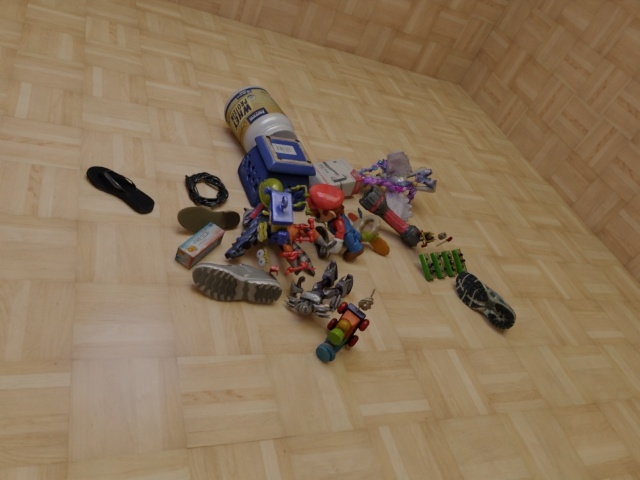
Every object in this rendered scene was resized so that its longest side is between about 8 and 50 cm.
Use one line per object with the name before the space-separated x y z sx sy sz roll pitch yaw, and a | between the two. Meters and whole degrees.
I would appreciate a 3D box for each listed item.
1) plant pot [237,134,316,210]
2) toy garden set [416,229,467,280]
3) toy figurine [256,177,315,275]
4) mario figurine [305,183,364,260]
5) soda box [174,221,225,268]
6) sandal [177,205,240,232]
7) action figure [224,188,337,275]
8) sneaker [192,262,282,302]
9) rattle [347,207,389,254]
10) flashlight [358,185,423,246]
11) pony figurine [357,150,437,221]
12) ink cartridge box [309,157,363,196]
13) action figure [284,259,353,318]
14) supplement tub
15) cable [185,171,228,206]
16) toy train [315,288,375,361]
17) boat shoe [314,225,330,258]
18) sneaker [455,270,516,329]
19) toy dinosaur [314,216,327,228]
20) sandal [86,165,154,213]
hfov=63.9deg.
plant pot | -0.164 -0.272 2.004 0.236 0.212 0.236 2 45 -30
toy garden set | 0.504 0.047 2.110 0.244 0.049 0.204 -6 75 -37
toy figurine | -0.101 -0.095 1.619 0.191 0.217 0.363 2 62 -8
mario figurine | 0.034 -0.071 1.883 0.170 0.320 0.198 -42 35 -13
soda box | -0.386 0.015 1.654 0.063 0.058 0.183 33 36 7
sandal | -0.397 -0.078 1.764 0.240 0.088 0.079 -1 14 -42
action figure | -0.163 0.004 1.774 0.330 0.178 0.341 37 64 22
sneaker | -0.263 0.123 1.593 0.281 0.105 0.115 17 23 -25
rattle | 0.200 -0.041 2.084 0.142 0.130 0.199 23 7 -28
flashlight | 0.298 -0.094 2.110 0.304 0.103 0.103 40 37 -11
pony figurine | 0.343 -0.258 2.301 0.363 0.303 0.351 -8 18 -34
ink cartridge box | 0.050 -0.262 2.209 0.217 0.092 0.158 -17 55 -34
action figure | 0.000 0.167 1.675 0.185 0.099 0.285 26 29 20
supplement tub | -0.251 -0.484 2.183 0.228 0.228 0.316 -7 49 -38
cable | -0.413 -0.183 1.889 0.150 0.047 0.184 0 42 -39
toy train | 0.074 0.249 1.513 0.105 0.248 0.143 37 42 12
boat shoe | 0.000 0.000 1.915 0.049 0.056 0.152 11 40 -30
sneaker | 0.653 0.235 2.032 0.283 0.110 0.122 48 24 21
toy dinosaur | 0.060 -0.069 2.053 0.183 0.053 0.093 23 52 5
sandal | -0.661 -0.184 1.717 0.254 0.054 0.097 31 37 4
